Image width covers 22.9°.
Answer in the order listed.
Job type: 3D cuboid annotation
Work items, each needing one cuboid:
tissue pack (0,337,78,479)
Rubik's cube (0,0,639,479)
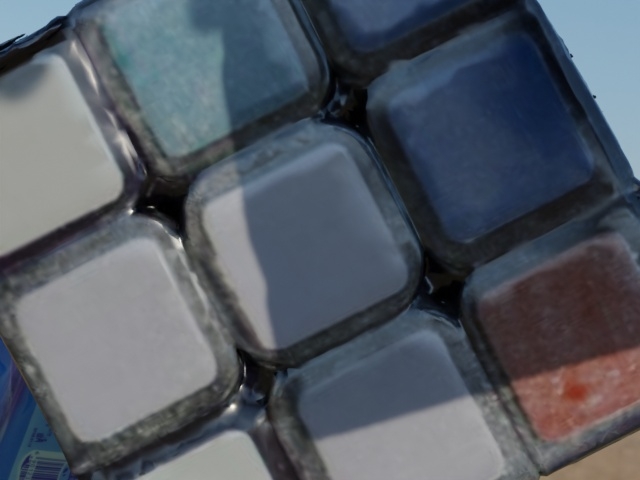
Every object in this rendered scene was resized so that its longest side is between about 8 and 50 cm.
[{"bbox_3d":[-0.235,0.127,1.444,0.198,0.263,0.146,14,10,-44],"label":"tissue pack"},{"bbox_3d":[0.000,0.000,0.981,0.363,0.362,0.359,-28,-4,0],"label":"Rubik's cube"}]
